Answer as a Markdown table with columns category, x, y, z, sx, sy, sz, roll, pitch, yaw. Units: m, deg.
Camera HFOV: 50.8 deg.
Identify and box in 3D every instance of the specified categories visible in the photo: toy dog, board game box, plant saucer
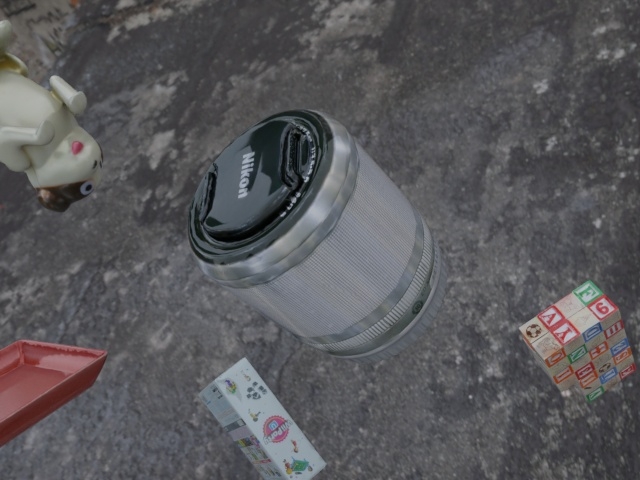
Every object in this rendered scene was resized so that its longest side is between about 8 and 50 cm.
| category | x | y | z | sx | sy | sz | roll | pitch | yaw |
| --- | --- | --- | --- | --- | --- | --- | --- | --- | --- |
| toy dog | -0.735 | -0.253 | 1.682 | 0.395 | 0.408 | 0.285 | -34 | 26 | 38 |
| board game box | -0.144 | 0.438 | 1.585 | 0.097 | 0.303 | 0.224 | -36 | -4 | -26 |
| plant saucer | -0.470 | 0.231 | 0.964 | 0.259 | 0.048 | 0.258 | -1 | 22 | 38 |

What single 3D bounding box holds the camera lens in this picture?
| category | x | y | z | sx | sy | sz | roll | pitch | yaw |
| --- | --- | --- | --- | --- | --- | --- | --- | --- | --- |
| camera lens | 0.000 | 0.000 | 0.792 | 0.219 | 0.274 | 0.219 | -24 | 45 | 27 |

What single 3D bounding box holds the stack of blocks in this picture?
| category | x | y | z | sx | sy | sz | roll | pitch | yaw |
| --- | --- | --- | --- | --- | --- | --- | --- | --- | --- |
| stack of blocks | 0.542 | 0.229 | 1.406 | 0.171 | 0.297 | 0.087 | -36 | 46 | 5 |
